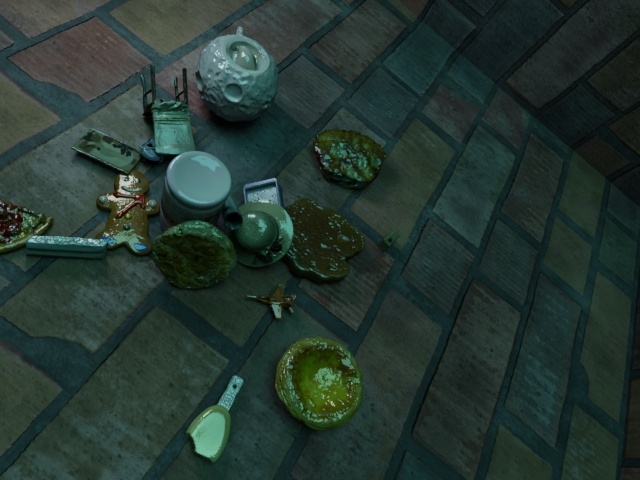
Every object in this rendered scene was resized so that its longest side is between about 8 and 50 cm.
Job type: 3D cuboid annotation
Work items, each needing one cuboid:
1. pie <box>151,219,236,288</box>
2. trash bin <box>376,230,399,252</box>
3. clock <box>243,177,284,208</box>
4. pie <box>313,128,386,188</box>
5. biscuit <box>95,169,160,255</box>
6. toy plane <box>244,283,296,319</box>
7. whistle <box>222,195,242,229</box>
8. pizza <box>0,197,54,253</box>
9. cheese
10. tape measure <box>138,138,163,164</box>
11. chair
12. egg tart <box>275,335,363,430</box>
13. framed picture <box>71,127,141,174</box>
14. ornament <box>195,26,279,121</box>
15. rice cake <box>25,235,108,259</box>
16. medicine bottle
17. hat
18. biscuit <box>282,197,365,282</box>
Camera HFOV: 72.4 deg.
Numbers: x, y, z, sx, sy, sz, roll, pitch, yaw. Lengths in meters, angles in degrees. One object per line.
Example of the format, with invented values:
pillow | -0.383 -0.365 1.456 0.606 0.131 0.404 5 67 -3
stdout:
pie | -0.409 0.050 1.432 0.273 0.274 0.055 11 32 -21
trash bin | 0.297 0.001 1.910 0.043 0.061 0.092 48 52 3
clock | -0.216 -0.130 1.680 0.144 0.073 0.194 -13 69 6
pie | 0.129 -0.383 1.996 0.354 0.103 0.289 11 62 -16
biscuit | -0.664 -0.110 1.508 0.205 0.049 0.324 10 60 -20
toy plane | -0.179 0.216 1.577 0.188 0.062 0.135 6 62 -8
whistle | -0.319 -0.107 1.547 0.062 0.312 0.062 -5 108 -15
pizza | -0.959 -0.059 1.332 0.193 0.053 0.201 41 55 -2
cheese | -0.314 0.536 1.349 0.127 0.050 0.256 31 54 -7
tape measure | -0.623 -0.326 1.625 0.091 0.054 0.094 33 37 -15
chair | -0.579 -0.480 1.666 0.160 0.186 0.320 -8 99 -33
egg tart | -0.011 0.482 1.477 0.318 0.128 0.319 12 58 -21
framed picture | -0.757 -0.321 1.568 0.200 0.010 0.136 25 41 -12
ornament | -0.338 -0.647 1.779 0.336 0.337 0.338 11 61 -21
rice cake | -0.785 0.022 1.358 0.226 0.085 0.040 4 56 -24
medicine bottle | -0.427 -0.131 1.468 0.202 0.316 0.202 10 61 -20
hat | -0.234 -0.033 1.550 0.256 0.130 0.258 -1 84 8
biscuit | 0.000 0.000 1.757 0.380 0.074 0.359 10 61 -22
